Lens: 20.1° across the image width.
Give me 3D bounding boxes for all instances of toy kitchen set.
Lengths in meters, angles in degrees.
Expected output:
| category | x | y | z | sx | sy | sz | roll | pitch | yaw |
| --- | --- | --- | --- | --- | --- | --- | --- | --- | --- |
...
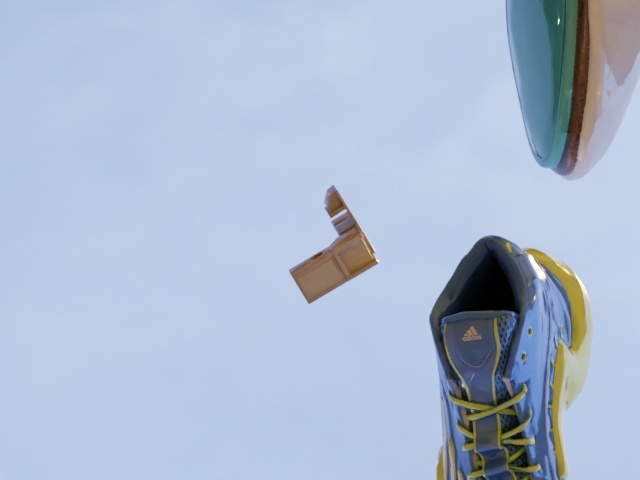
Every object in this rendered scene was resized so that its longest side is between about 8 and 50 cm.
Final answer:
| category | x | y | z | sx | sy | sz | roll | pitch | yaw |
| --- | --- | --- | --- | --- | --- | --- | --- | --- | --- |
| toy kitchen set | 0.000 | 0.000 | 1.631 | 0.075 | 0.068 | 0.083 | -31 | -164 | 1 |

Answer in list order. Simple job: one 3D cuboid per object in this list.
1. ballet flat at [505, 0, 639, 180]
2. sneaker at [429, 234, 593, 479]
| category | x | y | z | sx | sy | sz | roll | pitch | yaw |
| --- | --- | --- | --- | --- | --- | --- | --- | --- | --- |
| ballet flat | 0.184 | -0.243 | 1.210 | 0.139 | 0.139 | 0.400 | -11 | -98 | 23 |
| sneaker | 0.091 | 0.106 | 1.014 | 0.091 | 0.126 | 0.240 | -8 | -119 | 28 |
